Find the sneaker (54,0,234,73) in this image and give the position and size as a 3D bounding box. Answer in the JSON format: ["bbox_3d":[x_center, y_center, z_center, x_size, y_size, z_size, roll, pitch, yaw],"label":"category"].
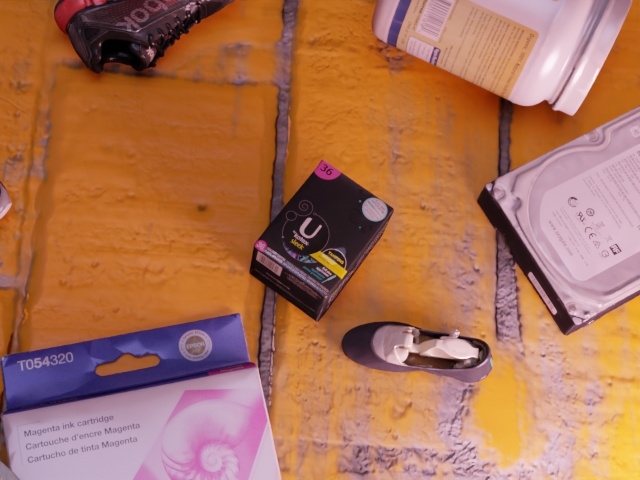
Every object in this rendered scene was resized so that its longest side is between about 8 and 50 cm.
[{"bbox_3d":[-0.229,-0.312,1.744,0.276,0.098,0.135,-18,71,-11],"label":"sneaker"}]

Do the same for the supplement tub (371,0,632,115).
[{"bbox_3d":[0.255,-0.328,1.738,0.316,0.228,0.228,26,68,4],"label":"supplement tub"}]

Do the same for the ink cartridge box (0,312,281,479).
[{"bbox_3d":[-0.221,0.262,1.531,0.324,0.071,0.330,-11,71,-10],"label":"ink cartridge box"}]

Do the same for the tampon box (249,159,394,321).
[{"bbox_3d":[0.000,0.000,1.643,0.120,0.101,0.161,35,68,7],"label":"tampon box"}]

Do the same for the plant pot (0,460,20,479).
[{"bbox_3d":[-0.432,0.361,1.344,0.247,0.252,0.248,-41,63,22],"label":"plant pot"}]

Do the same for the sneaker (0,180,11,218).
[{"bbox_3d":[-0.505,-0.097,1.633,0.214,0.083,0.084,33,67,6],"label":"sneaker"}]

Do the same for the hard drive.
[{"bbox_3d":[0.423,-0.045,1.734,0.338,0.064,0.237,-26,74,-17],"label":"hard drive"}]

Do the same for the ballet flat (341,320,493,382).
[{"bbox_3d":[0.131,0.140,1.620,0.203,0.074,0.074,11,67,-2],"label":"ballet flat"}]
